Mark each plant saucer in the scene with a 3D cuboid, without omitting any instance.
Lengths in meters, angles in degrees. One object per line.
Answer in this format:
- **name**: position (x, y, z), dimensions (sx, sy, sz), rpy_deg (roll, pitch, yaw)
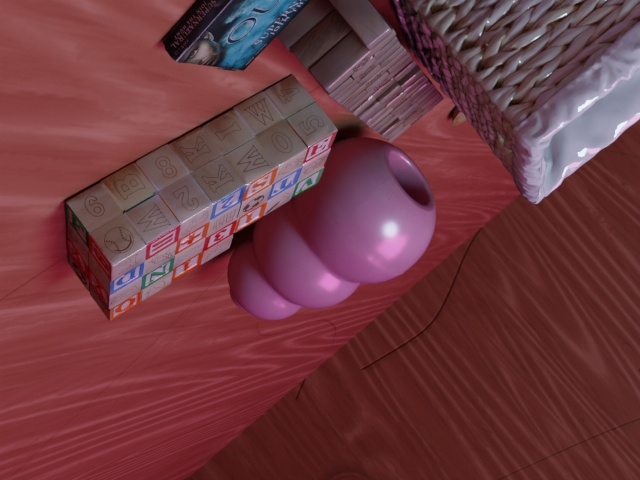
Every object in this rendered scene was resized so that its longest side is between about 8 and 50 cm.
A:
- **plant saucer**: position (0.250, -0.226, 1.780), dimensions (0.083, 0.015, 0.083), rpy_deg (-36, 167, -10)

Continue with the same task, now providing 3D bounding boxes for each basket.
- **basket**: position (0.282, -0.258, 1.185), dimensions (0.331, 0.266, 0.328), rpy_deg (-38, 167, 4)

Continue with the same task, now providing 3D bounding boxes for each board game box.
- **board game box**: position (-0.045, -0.226, 0.947), dimensions (0.186, 0.026, 0.126), rpy_deg (-43, 167, 22)

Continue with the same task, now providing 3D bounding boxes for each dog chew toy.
- **dog chew toy**: position (0.000, 0.000, 1.512), dimensions (0.332, 0.206, 0.207), rpy_deg (-35, 170, 27)

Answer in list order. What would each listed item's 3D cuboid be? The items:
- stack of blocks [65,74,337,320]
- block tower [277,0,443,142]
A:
- **stack of blocks**: position (-0.134, -0.046, 1.194), dimensions (0.297, 0.087, 0.171), rpy_deg (-33, 167, -22)
- **block tower**: position (0.050, -0.193, 1.176), dimensions (0.097, 0.091, 0.335), rpy_deg (-40, 167, 8)
